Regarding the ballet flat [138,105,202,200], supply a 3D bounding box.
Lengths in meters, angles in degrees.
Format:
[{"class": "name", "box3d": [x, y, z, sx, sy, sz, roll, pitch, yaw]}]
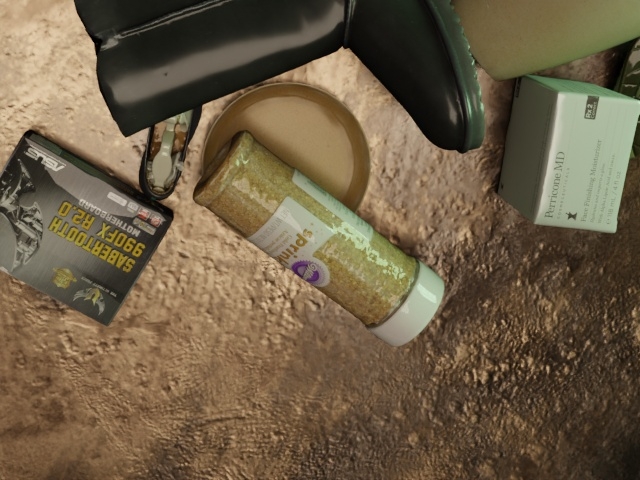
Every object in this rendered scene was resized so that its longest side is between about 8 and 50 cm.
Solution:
[{"class": "ballet flat", "box3d": [-0.202, -0.148, 1.487, 0.074, 0.074, 0.203, 13, 103, -10]}]

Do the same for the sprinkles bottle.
[{"class": "sprinkles bottle", "box3d": [0.000, 0.000, 1.493, 0.355, 0.121, 0.121, 37, 99, -15]}]

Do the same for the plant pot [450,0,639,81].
[{"class": "plant pot", "box3d": [0.311, -0.332, 1.424, 0.274, 0.256, 0.256, -34, 107, 20]}]

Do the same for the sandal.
[{"class": "sandal", "box3d": [0.458, -0.218, 1.555, 0.089, 0.060, 0.219, 11, 118, -4]}]

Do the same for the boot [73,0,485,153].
[{"class": "boot", "box3d": [-0.055, -0.223, 1.390, 0.445, 0.146, 0.367, -16, 72, -7]}]

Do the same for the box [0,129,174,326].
[{"class": "box", "box3d": [-0.346, -0.016, 1.514, 0.231, 0.056, 0.183, 31, 99, -13]}]

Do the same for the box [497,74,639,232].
[{"class": "box", "box3d": [0.332, -0.122, 1.498, 0.119, 0.182, 0.181, 5, 105, -9]}]

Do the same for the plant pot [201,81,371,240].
[{"class": "plant pot", "box3d": [-0.048, -0.105, 1.537, 0.236, 0.032, 0.236, -2, 106, -7]}]
